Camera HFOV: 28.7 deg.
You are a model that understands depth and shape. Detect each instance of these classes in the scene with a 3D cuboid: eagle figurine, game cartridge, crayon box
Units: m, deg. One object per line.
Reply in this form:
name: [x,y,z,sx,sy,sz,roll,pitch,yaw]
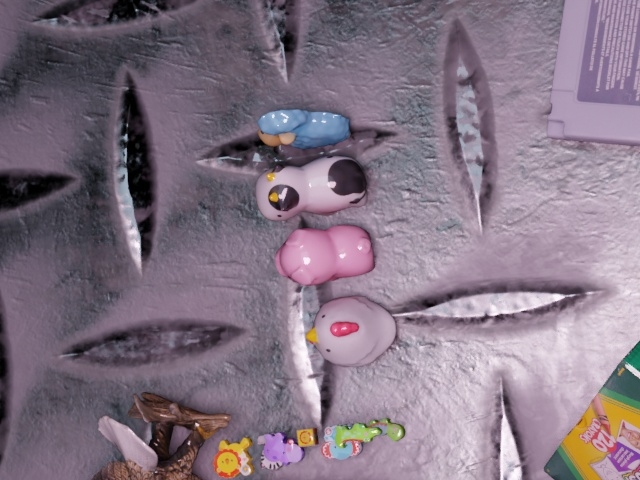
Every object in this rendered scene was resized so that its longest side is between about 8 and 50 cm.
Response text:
eagle figurine: [-0.206,0.365,1.666,0.225,0.226,0.298,14,83,-2]
game cartridge: [0.405,-0.266,1.595,0.196,0.060,0.294,8,87,30]
crayon box: [0.386,0.239,1.458,0.165,0.278,0.081,40,56,17]

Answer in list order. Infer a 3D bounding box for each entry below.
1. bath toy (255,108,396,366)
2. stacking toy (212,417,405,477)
bath toy: [0.000,0.000,1.667,0.151,0.129,0.348,-16,81,15]
stacking toy: [-0.009,0.269,1.622,0.221,0.167,0.052,-10,82,15]
